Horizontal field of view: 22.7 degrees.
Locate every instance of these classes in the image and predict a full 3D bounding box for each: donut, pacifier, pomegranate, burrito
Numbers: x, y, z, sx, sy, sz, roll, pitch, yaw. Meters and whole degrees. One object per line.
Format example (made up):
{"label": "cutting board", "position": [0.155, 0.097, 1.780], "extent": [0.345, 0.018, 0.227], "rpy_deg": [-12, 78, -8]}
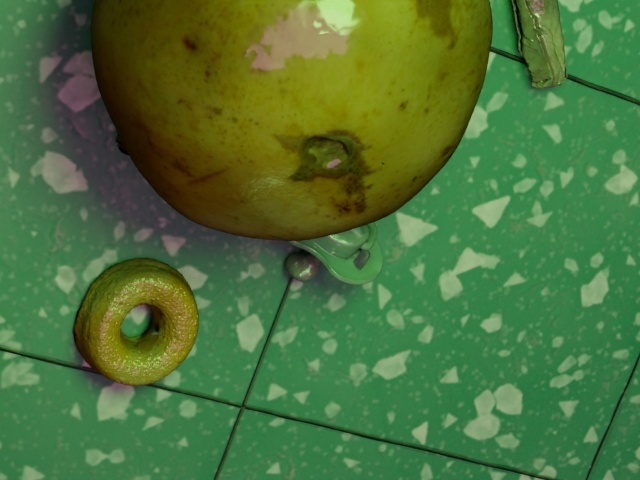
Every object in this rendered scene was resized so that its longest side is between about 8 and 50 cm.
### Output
{"label": "donut", "position": [-0.206, 0.099, 1.817], "extent": [0.152, 0.058, 0.152], "rpy_deg": [-6, 107, -18]}
{"label": "pacifier", "position": [0.000, 0.000, 1.843], "extent": [0.150, 0.127, 0.116], "rpy_deg": [32, 133, -9]}
{"label": "pomegranate", "position": [-0.023, -0.207, 1.612], "extent": [0.416, 0.416, 0.417], "rpy_deg": [-6, 110, -17]}
{"label": "burrito", "position": [0.249, -0.265, 1.854], "extent": [0.058, 0.045, 0.188], "rpy_deg": [-29, 115, -36]}

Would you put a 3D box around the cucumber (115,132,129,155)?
{"label": "cucumber", "position": [-0.137, -0.099, 1.777], "extent": [0.181, 0.053, 0.053], "rpy_deg": [15, 102, -25]}
